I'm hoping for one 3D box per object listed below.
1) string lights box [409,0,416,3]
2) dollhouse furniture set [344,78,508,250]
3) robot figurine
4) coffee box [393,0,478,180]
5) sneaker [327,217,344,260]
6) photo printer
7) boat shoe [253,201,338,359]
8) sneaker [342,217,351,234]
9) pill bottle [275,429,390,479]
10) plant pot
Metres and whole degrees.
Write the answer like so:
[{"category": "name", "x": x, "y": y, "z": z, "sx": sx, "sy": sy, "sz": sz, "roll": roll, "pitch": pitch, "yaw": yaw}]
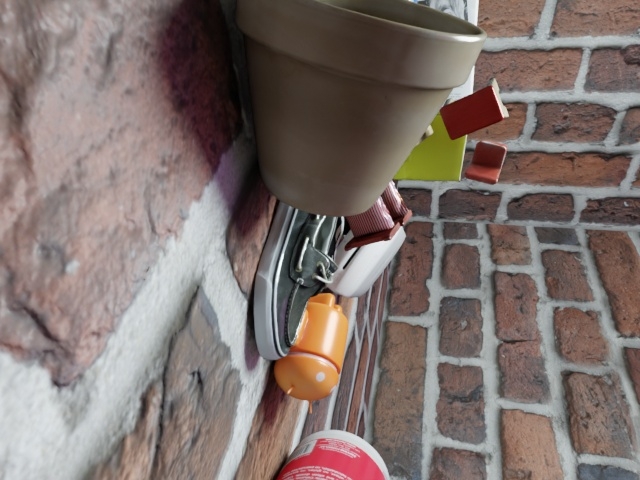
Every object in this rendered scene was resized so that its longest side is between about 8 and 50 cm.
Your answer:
[{"category": "string lights box", "x": 0.137, "y": -0.446, "z": 0.841, "sx": 0.259, "sy": 0.076, "sz": 0.133, "roll": -34, "pitch": 125, "yaw": -73}, {"category": "dollhouse furniture set", "x": 0.189, "y": -0.136, "z": 0.907, "sx": 0.152, "sy": 0.374, "sz": 0.201, "roll": -40, "pitch": 108, "yaw": -51}, {"category": "robot figurine", "x": -0.015, "y": 0.209, "z": 0.876, "sx": 0.158, "sy": 0.128, "sz": 0.219, "roll": 116, "pitch": -8, "yaw": -51}, {"category": "coffee box", "x": 0.197, "y": -0.367, "z": 1.139, "sx": 0.337, "sy": 0.338, "sz": 0.334, "roll": 56, "pitch": 40, "yaw": -67}, {"category": "sneaker", "x": 0.000, "y": 0.000, "z": 0.978, "sx": 0.121, "sy": 0.079, "sz": 0.217, "roll": -26, "pitch": 120, "yaw": -76}, {"category": "photo printer", "x": 0.123, "y": 0.038, "z": 1.245, "sx": 0.256, "sy": 0.107, "sz": 0.307, "roll": -53, "pitch": 165, "yaw": 2}, {"category": "boat shoe", "x": -0.030, "y": 0.038, "z": 0.785, "sx": 0.121, "sy": 0.119, "sz": 0.335, "roll": 63, "pitch": 33, "yaw": -65}, {"category": "sneaker", "x": 0.047, "y": -0.116, "z": 1.198, "sx": 0.235, "sy": 0.084, "sz": 0.097, "roll": 83, "pitch": -5, "yaw": -46}, {"category": "pill bottle", "x": -0.009, "y": 0.522, "z": 0.778, "sx": 0.407, "sy": 0.229, "sz": 0.229, "roll": -17, "pitch": 111, "yaw": -75}, {"category": "plant pot", "x": 0.029, "y": -0.199, "z": 0.658, "sx": 0.323, "sy": 0.323, "sz": 0.280, "roll": -65, "pitch": 171, "yaw": -56}]
